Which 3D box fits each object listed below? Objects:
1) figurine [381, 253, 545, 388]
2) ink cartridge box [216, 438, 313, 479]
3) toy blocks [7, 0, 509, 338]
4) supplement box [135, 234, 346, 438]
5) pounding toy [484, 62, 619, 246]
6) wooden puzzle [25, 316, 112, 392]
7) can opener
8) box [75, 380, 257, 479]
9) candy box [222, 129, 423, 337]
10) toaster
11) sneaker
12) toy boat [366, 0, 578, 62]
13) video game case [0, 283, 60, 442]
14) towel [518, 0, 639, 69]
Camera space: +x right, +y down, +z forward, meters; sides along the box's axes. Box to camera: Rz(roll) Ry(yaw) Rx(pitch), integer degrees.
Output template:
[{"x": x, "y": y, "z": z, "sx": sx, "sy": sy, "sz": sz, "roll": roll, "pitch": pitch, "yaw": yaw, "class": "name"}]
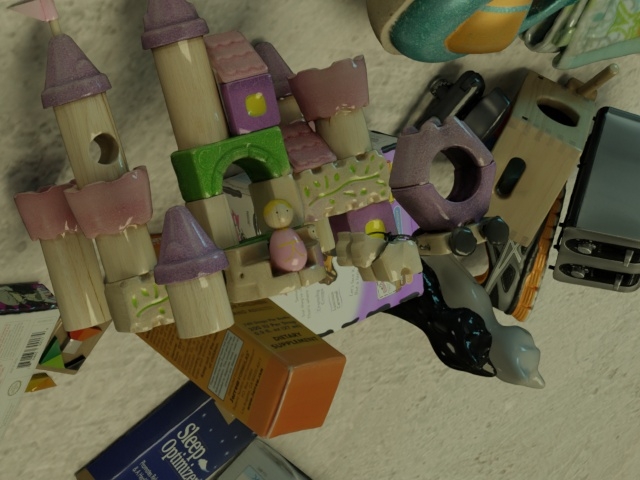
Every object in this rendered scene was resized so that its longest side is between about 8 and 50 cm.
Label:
[{"x": 0.138, "y": 0.081, "z": 1.746, "sx": 0.092, "sy": 0.209, "sz": 0.215, "roll": -52, "pitch": 149, "yaw": 11, "class": "figurine"}, {"x": -0.125, "y": 0.441, "z": 1.956, "sx": 0.385, "sy": 0.091, "sz": 0.308, "roll": -48, "pitch": 150, "yaw": -4, "class": "ink cartridge box"}, {"x": -0.069, "y": -0.087, "z": 1.273, "sx": 0.289, "sy": 0.309, "sz": 0.260, "roll": -17, "pitch": 97, "yaw": -27, "class": "toy blocks"}, {"x": -0.089, "y": 0.079, "z": 1.447, "sx": 0.078, "sy": 0.233, "sz": 0.080, "roll": -7, "pitch": 122, "yaw": -48, "class": "supplement box"}, {"x": 0.233, "y": -0.128, "z": 1.729, "sx": 0.181, "sy": 0.094, "sz": 0.206, "roll": -64, "pitch": 178, "yaw": 32, "class": "pounding toy"}, {"x": -0.232, "y": 0.097, "z": 1.513, "sx": 0.078, "sy": 0.014, "sz": 0.116, "roll": 3, "pitch": 124, "yaw": -52, "class": "wooden puzzle"}, {"x": 0.105, "y": -0.097, "z": 1.650, "sx": 0.186, "sy": 0.073, "sz": 0.059, "roll": -44, "pitch": 158, "yaw": 16, "class": "can opener"}, {"x": -0.142, "y": 0.212, "z": 1.736, "sx": 0.225, "sy": 0.036, "sz": 0.136, "roll": -40, "pitch": 149, "yaw": -11, "class": "box"}, {"x": 0.000, "y": 0.000, "z": 1.564, "sx": 0.196, "sy": 0.070, "sz": 0.164, "roll": -21, "pitch": 115, "yaw": -35, "class": "candy box"}, {"x": 0.330, "y": -0.047, "z": 1.819, "sx": 0.168, "sy": 0.110, "sz": 0.185, "roll": 86, "pitch": 21, "yaw": -68, "class": "toaster"}, {"x": 0.229, "y": -0.015, "z": 1.872, "sx": 0.084, "sy": 0.083, "sz": 0.215, "roll": -34, "pitch": 141, "yaw": -74, "class": "sneaker"}, {"x": 0.176, "y": -0.255, "z": 1.396, "sx": 0.267, "sy": 0.148, "sz": 0.318, "roll": -30, "pitch": 165, "yaw": -26, "class": "toy boat"}, {"x": -0.349, "y": 0.143, "z": 1.398, "sx": 0.210, "sy": 0.042, "sz": 0.232, "roll": -4, "pitch": 130, "yaw": -48, "class": "video game case"}, {"x": 0.380, "y": -0.341, "z": 1.661, "sx": 0.374, "sy": 0.090, "sz": 0.320, "roll": -18, "pitch": 140, "yaw": -39, "class": "towel"}]
